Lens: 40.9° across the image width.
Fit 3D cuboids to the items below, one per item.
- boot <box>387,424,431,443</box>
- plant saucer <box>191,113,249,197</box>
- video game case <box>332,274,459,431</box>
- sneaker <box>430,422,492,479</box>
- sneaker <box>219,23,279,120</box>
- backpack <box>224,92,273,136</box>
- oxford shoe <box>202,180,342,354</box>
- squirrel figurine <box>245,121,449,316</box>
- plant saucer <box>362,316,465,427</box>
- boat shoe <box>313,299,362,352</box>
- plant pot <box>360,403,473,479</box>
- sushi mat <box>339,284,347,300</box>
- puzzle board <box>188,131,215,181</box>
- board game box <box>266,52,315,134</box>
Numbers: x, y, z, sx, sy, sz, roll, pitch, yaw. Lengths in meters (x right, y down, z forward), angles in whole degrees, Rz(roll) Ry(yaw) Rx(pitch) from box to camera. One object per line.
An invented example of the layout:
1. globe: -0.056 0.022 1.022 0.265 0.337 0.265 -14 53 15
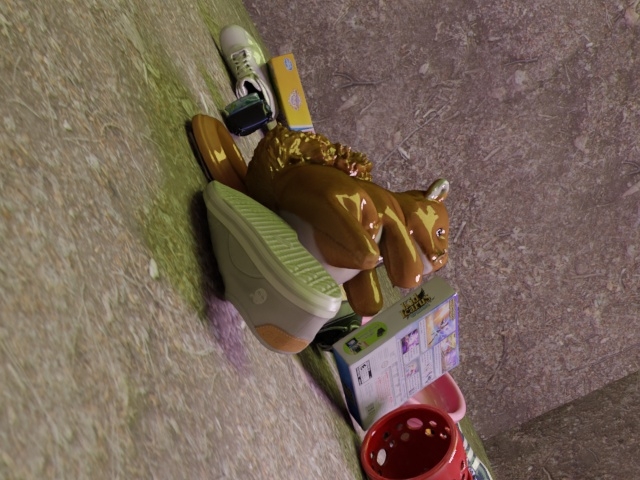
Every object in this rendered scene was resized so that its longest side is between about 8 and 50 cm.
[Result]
1. boot: 0.246 0.501 2.065 0.211 0.104 0.295 63 5 -5
2. plant saucer: -0.177 -0.152 1.616 0.199 0.037 0.200 62 9 -17
3. video game case: 0.151 0.219 1.638 0.061 0.244 0.269 48 -18 34
4. sneaker: 0.390 0.641 2.519 0.350 0.131 0.148 61 13 29
5. sneaker: -0.196 -0.462 2.337 0.292 0.108 0.169 64 5 -5
6. backpack: -0.165 -0.293 1.993 0.084 0.105 0.114 64 3 -2
7. oxford shoe: -0.104 0.027 1.313 0.169 0.130 0.449 23 15 -30
8. squirrel figurine: 0.065 -0.062 1.593 0.371 0.281 0.397 -13 61 -39
9. plant saucer: 0.176 0.309 1.947 0.332 0.084 0.332 33 18 -12
10. boat shoe: 0.025 0.175 1.718 0.301 0.108 0.102 6 75 -76
11. plant pot: 0.193 0.434 1.625 0.191 0.191 0.174 -104 168 -58
12. sushi mat: 0.008 0.033 2.015 0.019 0.151 0.316 -31 -96 53
13. puzzle board: -0.202 -0.143 1.604 0.096 0.011 0.128 65 8 16
14. board game box: -0.084 -0.363 2.464 0.242 0.064 0.316 -156 -130 -79
